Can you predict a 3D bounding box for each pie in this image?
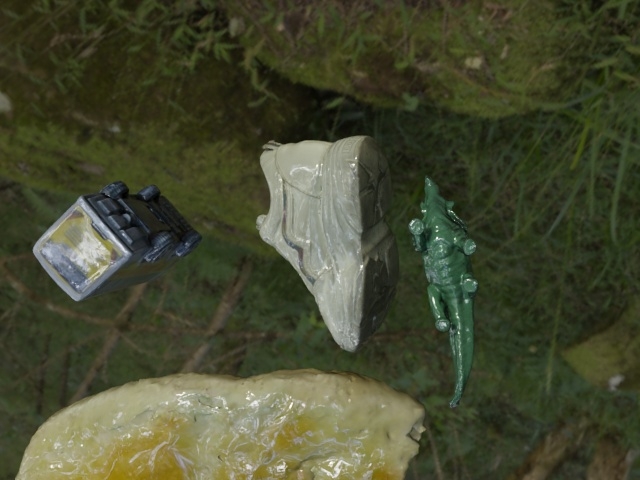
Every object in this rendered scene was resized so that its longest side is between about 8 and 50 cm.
[{"bbox_3d":[-0.047,0.223,0.519,0.337,0.075,0.338,2,106,6],"label":"pie"}]

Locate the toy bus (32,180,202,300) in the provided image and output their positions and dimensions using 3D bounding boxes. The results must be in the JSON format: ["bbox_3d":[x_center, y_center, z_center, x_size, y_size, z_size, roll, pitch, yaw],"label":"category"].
[{"bbox_3d":[-0.147,0.002,0.663,0.064,0.075,0.190,47,-176,2],"label":"toy bus"}]

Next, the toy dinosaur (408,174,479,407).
[{"bbox_3d":[0.166,0.056,1.090,0.079,0.292,0.120,-10,161,9],"label":"toy dinosaur"}]

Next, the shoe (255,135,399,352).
[{"bbox_3d":[0.000,0.000,1.291,0.210,0.132,0.342,10,119,30],"label":"shoe"}]
